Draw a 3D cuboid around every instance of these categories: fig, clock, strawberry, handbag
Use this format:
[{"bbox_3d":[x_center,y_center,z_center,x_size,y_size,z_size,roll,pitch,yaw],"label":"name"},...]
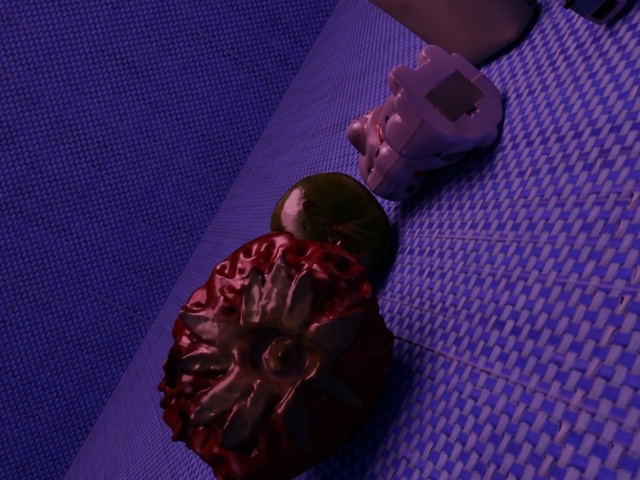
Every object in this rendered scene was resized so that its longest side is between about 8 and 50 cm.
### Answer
[{"bbox_3d":[0.000,0.000,1.154,0.203,0.203,0.235,-67,9,-26],"label":"fig"},{"bbox_3d":[0.142,-0.158,1.076,0.254,0.189,0.189,-46,20,53],"label":"clock"},{"bbox_3d":[-0.047,0.170,0.934,0.345,0.295,0.317,64,-147,-71],"label":"strawberry"},{"bbox_3d":[0.179,-0.418,1.126,0.241,0.315,0.109,-20,44,65],"label":"handbag"}]

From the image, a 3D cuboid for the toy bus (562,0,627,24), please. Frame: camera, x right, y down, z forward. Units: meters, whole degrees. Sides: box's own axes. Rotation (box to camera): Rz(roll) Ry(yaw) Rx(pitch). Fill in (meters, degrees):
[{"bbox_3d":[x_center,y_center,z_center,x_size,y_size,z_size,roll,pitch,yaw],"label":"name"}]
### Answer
[{"bbox_3d":[0.362,-0.342,0.887,0.060,0.075,0.123,-45,20,52],"label":"toy bus"}]
